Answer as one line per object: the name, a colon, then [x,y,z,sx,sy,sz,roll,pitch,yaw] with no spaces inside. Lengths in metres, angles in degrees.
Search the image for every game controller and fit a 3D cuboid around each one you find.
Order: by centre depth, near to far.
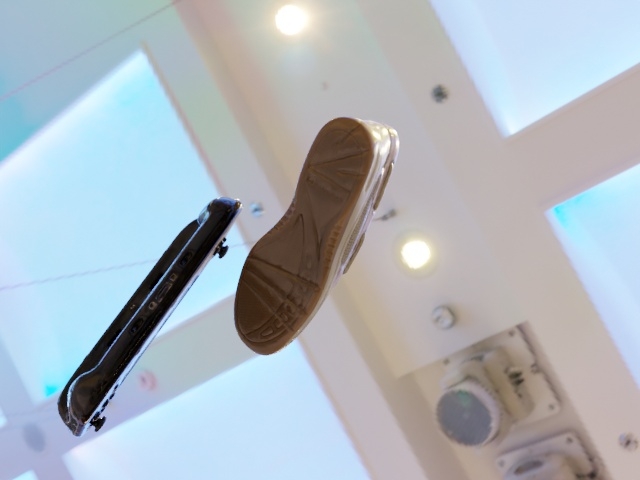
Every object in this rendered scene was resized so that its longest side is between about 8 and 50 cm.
game controller: [-0.192,0.085,1.217,0.067,0.319,0.166,38,-26,-11]

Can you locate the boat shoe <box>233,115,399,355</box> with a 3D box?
boat shoe: [0.000,0.000,1.198,0.109,0.098,0.302,35,-70,27]
